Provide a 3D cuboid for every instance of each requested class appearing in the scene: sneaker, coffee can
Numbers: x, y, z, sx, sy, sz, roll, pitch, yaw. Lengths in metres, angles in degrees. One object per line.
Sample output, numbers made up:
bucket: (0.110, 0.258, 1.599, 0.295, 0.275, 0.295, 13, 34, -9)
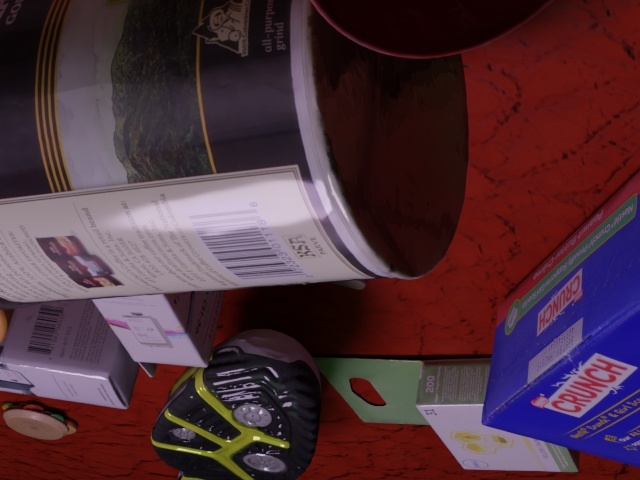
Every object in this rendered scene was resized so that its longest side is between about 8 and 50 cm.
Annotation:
sneaker: (-0.072, 0.155, 1.153, 0.145, 0.147, 0.385, 15, 152, -3)
coffee can: (-0.079, -0.068, 0.703, 0.275, 0.201, 0.201, -5, 147, 26)

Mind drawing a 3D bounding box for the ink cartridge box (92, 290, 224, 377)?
ink cartridge box: (-0.121, 0.022, 0.968, 0.067, 0.115, 0.198, 4, 151, 13)

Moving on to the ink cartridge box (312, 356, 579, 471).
ink cartridge box: (0.122, 0.170, 1.209, 0.235, 0.056, 0.171, -4, 148, 22)

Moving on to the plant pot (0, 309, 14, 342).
plant pot: (-0.285, -0.047, 0.829, 0.205, 0.188, 0.205, 8, 151, 5)

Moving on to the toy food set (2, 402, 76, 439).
toy food set: (-0.342, 0.218, 1.492, 0.083, 0.020, 0.082, -1, 148, 22)

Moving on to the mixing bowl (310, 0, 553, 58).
mixing bowl: (0.042, -0.180, 0.531, 0.181, 0.098, 0.181, -18, 130, -23)

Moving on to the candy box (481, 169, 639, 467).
candy box: (0.318, 0.089, 0.923, 0.317, 0.122, 0.268, 16, 152, -10)

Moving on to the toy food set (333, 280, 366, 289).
toy food set: (0.000, 0.000, 0.963, 0.132, 0.038, 0.192, 14, 151, -5)

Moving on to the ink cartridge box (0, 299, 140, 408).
ink cartridge box: (-0.243, 0.053, 1.040, 0.190, 0.140, 0.082, 7, 153, 9)
